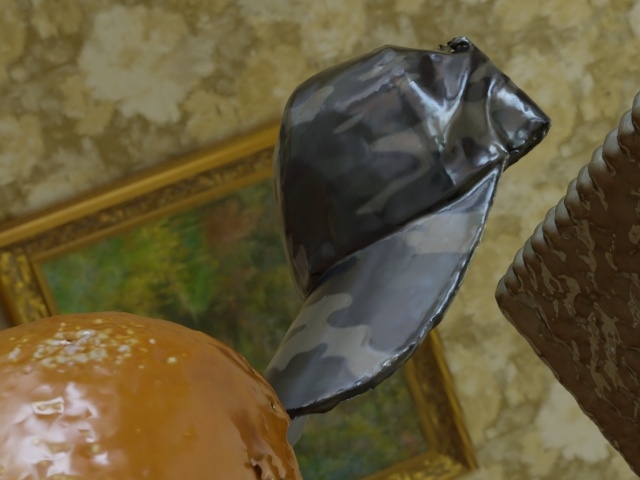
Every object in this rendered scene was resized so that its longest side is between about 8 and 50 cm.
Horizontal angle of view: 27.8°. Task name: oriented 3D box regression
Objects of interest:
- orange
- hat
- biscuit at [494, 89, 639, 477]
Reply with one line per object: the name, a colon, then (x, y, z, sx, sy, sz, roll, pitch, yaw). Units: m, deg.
orange: (-0.090, 0.115, 0.444, 0.193, 0.161, 0.193, -168, -90, -78)
hat: (0.000, 0.000, 1.101, 0.257, 0.381, 0.366, 48, -42, 8)
biscuit: (0.200, 0.045, 0.646, 0.217, 0.044, 0.325, 52, -20, 15)
